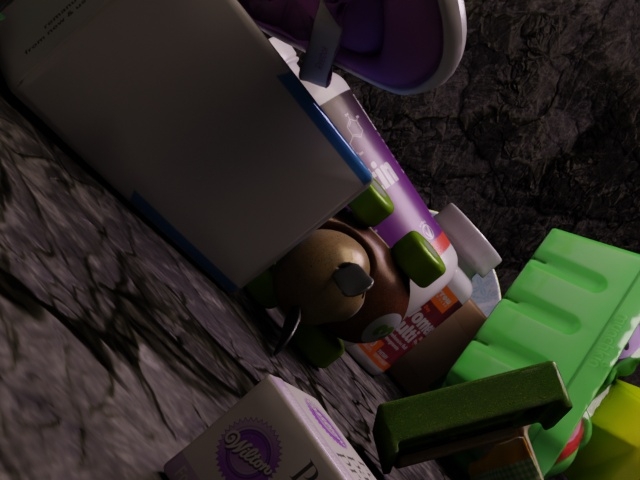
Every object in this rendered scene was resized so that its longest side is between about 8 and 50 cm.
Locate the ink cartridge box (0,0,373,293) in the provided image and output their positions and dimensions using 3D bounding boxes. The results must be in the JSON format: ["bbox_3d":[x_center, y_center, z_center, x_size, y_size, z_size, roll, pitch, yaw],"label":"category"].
[{"bbox_3d":[-0.160,-0.183,0.947,0.285,0.166,0.395,48,4,-43],"label":"ink cartridge box"}]

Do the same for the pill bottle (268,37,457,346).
[{"bbox_3d":[-0.003,-0.055,1.178,0.323,0.181,0.181,56,3,-4],"label":"pill bottle"}]

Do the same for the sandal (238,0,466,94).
[{"bbox_3d":[-0.011,-0.198,0.927,0.416,0.102,0.169,30,-33,62],"label":"sandal"}]

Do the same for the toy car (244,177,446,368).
[{"bbox_3d":[0.014,0.044,0.943,0.149,0.155,0.188,49,13,-7],"label":"toy car"}]

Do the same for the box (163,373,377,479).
[{"bbox_3d":[0.056,0.196,0.407,0.324,0.067,0.063,52,4,25],"label":"box"}]

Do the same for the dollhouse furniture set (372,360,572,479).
[{"bbox_3d":[0.142,0.251,0.948,0.301,0.151,0.198,90,-16,-68],"label":"dollhouse furniture set"}]

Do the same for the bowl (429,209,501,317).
[{"bbox_3d":[0.174,0.103,1.988,0.289,0.289,0.156,49,-40,-4],"label":"bowl"}]

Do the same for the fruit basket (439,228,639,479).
[{"bbox_3d":[0.366,0.220,1.420,0.392,0.392,0.283,51,-28,23],"label":"fruit basket"}]

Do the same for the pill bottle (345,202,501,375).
[{"bbox_3d":[0.116,0.060,1.379,0.121,0.221,0.121,49,4,-4],"label":"pill bottle"}]

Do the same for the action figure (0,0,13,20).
[{"bbox_3d":[-0.291,-0.225,0.666,0.232,0.063,0.137,45,7,-14],"label":"action figure"}]

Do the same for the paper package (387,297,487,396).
[{"bbox_3d":[0.193,0.168,1.688,0.325,0.168,0.309,50,5,-6],"label":"paper package"}]
